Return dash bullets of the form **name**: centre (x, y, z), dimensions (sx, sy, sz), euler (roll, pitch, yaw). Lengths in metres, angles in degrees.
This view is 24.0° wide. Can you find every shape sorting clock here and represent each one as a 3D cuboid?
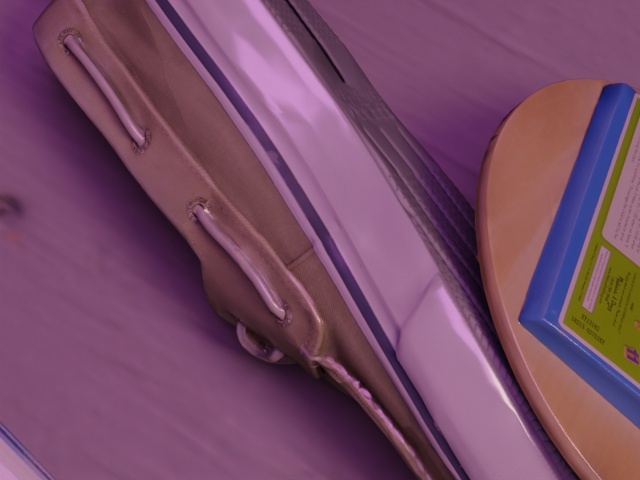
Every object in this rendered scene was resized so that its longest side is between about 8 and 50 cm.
- **shape sorting clock**: centre (0.137, 0.030, 0.568), dimensions (0.206, 0.040, 0.206), euler (20, 50, -26)

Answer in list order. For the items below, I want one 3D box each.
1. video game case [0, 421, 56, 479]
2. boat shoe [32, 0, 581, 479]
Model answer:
- **video game case**: centre (-0.047, 0.150, 0.403), dimensions (0.244, 0.269, 0.061), euler (43, 71, 12)
- **boat shoe**: centre (0.000, 0.000, 0.581), dimensions (0.094, 0.109, 0.302), euler (-38, 75, 18)
